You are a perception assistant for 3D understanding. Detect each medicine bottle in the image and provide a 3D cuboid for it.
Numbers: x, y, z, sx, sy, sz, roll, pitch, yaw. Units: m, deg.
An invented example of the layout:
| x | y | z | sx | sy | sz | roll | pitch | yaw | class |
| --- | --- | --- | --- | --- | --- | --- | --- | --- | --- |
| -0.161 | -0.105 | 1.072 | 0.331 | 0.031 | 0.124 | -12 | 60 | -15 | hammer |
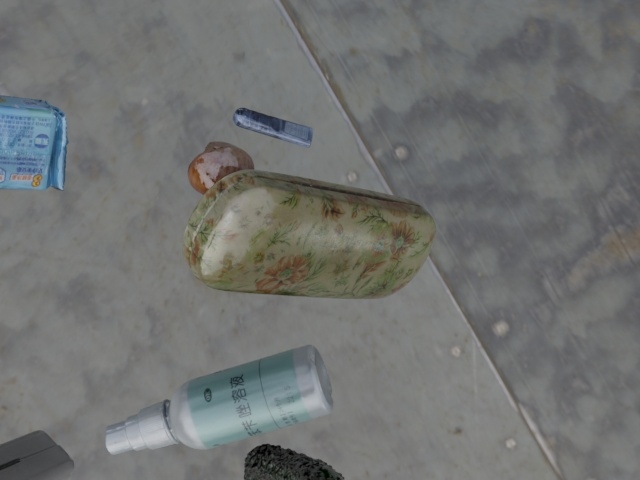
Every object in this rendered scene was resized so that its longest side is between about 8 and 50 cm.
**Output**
| x | y | z | sx | sy | sz | roll | pitch | yaw | class |
| --- | --- | --- | --- | --- | --- | --- | --- | --- | --- |
| -0.160 | 0.257 | 1.483 | 0.351 | 0.110 | 0.110 | -17 | 108 | 8 | medicine bottle |

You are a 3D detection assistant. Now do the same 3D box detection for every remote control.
| x | y | z | sx | sy | sz | roll | pitch | yaw | class |
| --- | --- | --- | --- | --- | --- | --- | --- | --- | --- |
| -0.088 | -0.211 | 1.809 | 0.152 | 0.044 | 0.027 | 16 | 136 | -15 | remote control |

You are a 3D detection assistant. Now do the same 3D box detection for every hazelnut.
| x | y | z | sx | sy | sz | roll | pitch | yaw | class |
| --- | --- | --- | --- | --- | --- | --- | --- | --- | --- |
| -0.127 | -0.089 | 1.245 | 0.086 | 0.086 | 0.086 | -1 | 107 | -3 | hazelnut |

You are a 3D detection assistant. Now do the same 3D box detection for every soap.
| x | y | z | sx | sy | sz | roll | pitch | yaw | class |
| --- | --- | --- | --- | --- | --- | --- | --- | --- | --- |
| -0.558 | -0.162 | 1.583 | 0.293 | 0.077 | 0.156 | 2 | 109 | -36 | soap |

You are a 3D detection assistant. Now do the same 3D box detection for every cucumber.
| x | y | z | sx | sy | sz | roll | pitch | yaw | class |
| --- | --- | --- | --- | --- | --- | --- | --- | --- | --- |
| -0.027 | 0.294 | 1.181 | 0.072 | 0.300 | 0.072 | 2 | 84 | -20 | cucumber |

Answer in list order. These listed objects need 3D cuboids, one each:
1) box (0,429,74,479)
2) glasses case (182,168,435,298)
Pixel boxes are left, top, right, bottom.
| x | y | z | sx | sy | sz | roll | pitch | yaw | class |
| --- | --- | --- | --- | --- | --- | --- | --- | --- | --- |
| -0.302 | 0.224 | 0.776 | 0.055 | 0.243 | 0.103 | 43 | 106 | 12 | box |
| 0.000 | 0.000 | 1.302 | 0.425 | 0.098 | 0.157 | 7 | 120 | -48 | glasses case |
